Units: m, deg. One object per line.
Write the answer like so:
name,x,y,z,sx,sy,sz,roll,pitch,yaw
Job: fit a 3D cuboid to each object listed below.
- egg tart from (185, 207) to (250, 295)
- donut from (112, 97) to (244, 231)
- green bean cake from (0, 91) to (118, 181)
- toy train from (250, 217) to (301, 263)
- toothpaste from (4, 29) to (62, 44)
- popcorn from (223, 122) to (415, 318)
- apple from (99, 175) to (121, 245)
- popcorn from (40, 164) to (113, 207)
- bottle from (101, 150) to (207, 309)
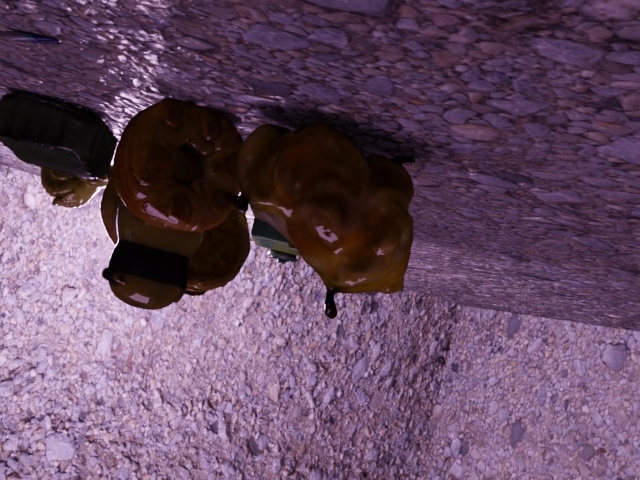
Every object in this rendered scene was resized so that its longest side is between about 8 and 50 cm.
egg tart,-0.342,-0.002,2.443,0.341,0.341,0.129,16,147,-12
donut,-0.232,-0.122,1.572,0.227,0.226,0.114,19,169,-36
green bean cake,-0.545,-0.215,1.971,0.223,0.125,0.227,17,173,7
toy train,0.000,0.000,2.575,0.369,0.150,0.237,13,168,3
toothpaste,-0.421,-0.295,1.393,0.083,0.015,0.024,9,172,9
popcorn,0.032,-0.051,1.489,0.297,0.281,0.316,36,160,48
apple,-0.386,-0.075,2.250,0.264,0.264,0.264,15,174,1
popcorn,-0.630,-0.177,2.497,0.195,0.168,0.173,-24,141,16
bottle,-0.282,-0.048,1.724,0.171,0.351,0.171,16,175,1
